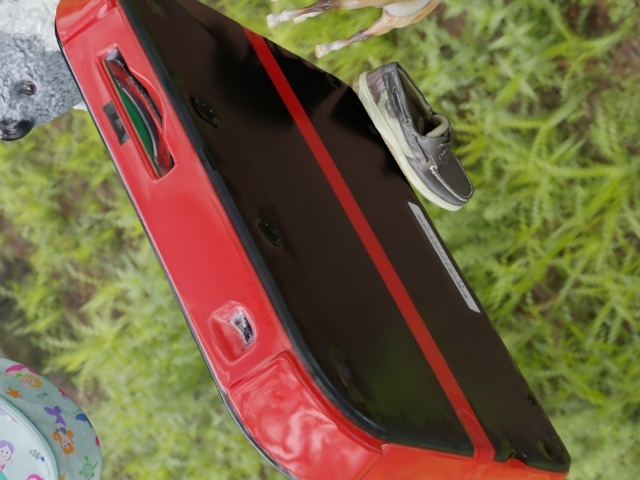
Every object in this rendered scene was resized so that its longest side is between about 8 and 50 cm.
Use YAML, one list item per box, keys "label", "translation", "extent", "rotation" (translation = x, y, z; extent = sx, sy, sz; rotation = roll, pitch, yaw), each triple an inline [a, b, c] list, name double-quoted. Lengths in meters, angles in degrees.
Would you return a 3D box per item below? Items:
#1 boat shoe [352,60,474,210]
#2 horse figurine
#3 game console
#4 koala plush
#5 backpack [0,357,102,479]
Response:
- label: "boat shoe"
  translation: [0.088, -0.088, 1.134]
  extent: [0.049, 0.056, 0.152]
  rotation: [-25, 120, 35]
- label: "horse figurine"
  translation: [0.048, -0.222, 1.160]
  extent: [0.263, 0.174, 0.066]
  rotation: [11, -118, -75]
- label: "game console"
  translation: [0.000, 0.000, 0.893]
  extent: [0.342, 0.060, 0.386]
  rotation: [21, -144, -56]
- label: "koala plush"
  translation: [-0.282, -0.151, 1.090]
  extent: [0.196, 0.221, 0.203]
  rotation: [83, -178, -66]
- label: "backpack"
  translation: [-0.353, 0.255, 1.357]
  extent: [0.225, 0.191, 0.253]
  rotation: [34, 105, 17]
